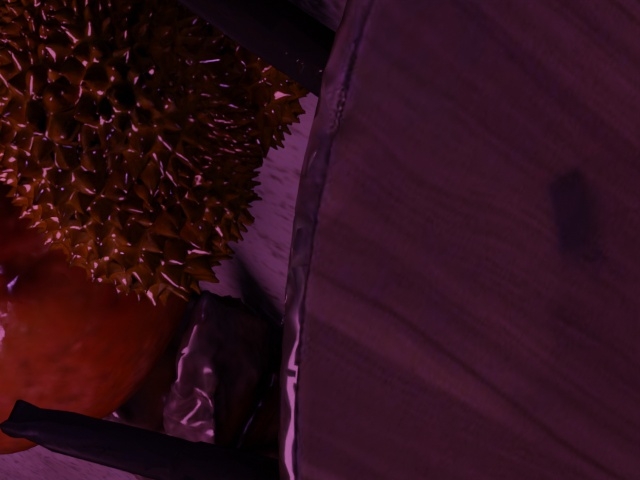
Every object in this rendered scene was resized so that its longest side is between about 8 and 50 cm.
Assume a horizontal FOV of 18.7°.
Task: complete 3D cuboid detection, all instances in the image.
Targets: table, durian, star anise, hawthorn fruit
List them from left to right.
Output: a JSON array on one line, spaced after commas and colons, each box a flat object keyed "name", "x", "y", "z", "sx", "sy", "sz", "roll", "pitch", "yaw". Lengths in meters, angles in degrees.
[{"name": "hawthorn fruit", "x": -0.168, "y": 0.005, "z": 1.105, "sx": 0.210, "sy": 0.210, "sz": 0.262, "roll": 34, "pitch": 147, "yaw": -7}, {"name": "durian", "x": -0.080, "y": -0.064, "z": 0.878, "sx": 0.137, "sy": 0.158, "sz": 0.168, "roll": -6, "pitch": 138, "yaw": 34}, {"name": "star anise", "x": -0.056, "y": 0.129, "z": 1.320, "sx": 0.332, "sy": 0.117, "sz": 0.331, "roll": 22, "pitch": 160, "yaw": 9}, {"name": "table", "x": 0.000, "y": 0.000, "z": 0.703, "sx": 0.249, "sy": 0.317, "sz": 0.317, "roll": 25, "pitch": 160, "yaw": 42}]
